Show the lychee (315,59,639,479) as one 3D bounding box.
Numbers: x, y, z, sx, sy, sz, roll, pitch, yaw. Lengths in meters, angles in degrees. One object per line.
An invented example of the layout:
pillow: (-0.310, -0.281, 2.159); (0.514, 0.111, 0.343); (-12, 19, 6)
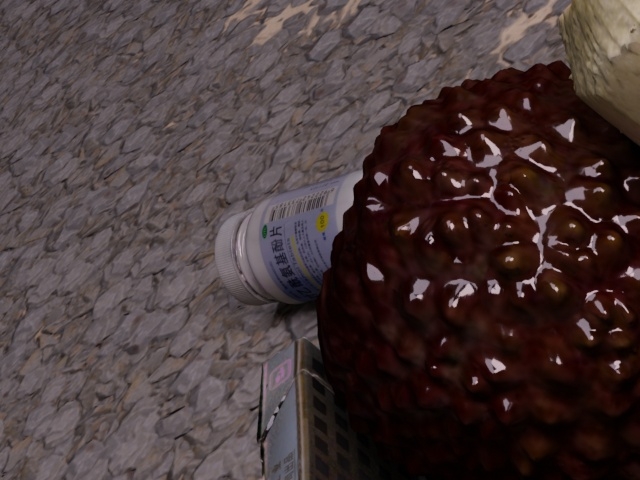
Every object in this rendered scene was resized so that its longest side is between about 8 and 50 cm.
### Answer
lychee: (0.146, 0.035, 1.121); (0.306, 0.306, 0.330); (-44, 56, -4)

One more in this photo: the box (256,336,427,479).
box: (0.039, 0.218, 1.110); (0.047, 0.180, 0.325); (-40, 27, 22)

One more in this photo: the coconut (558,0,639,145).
coconut: (0.273, -0.116, 0.943); (0.239, 0.244, 0.239); (-53, -3, -4)

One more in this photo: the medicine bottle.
medicine bottle: (0.000, 0.000, 1.556); (0.187, 0.103, 0.103); (-15, 38, 40)
